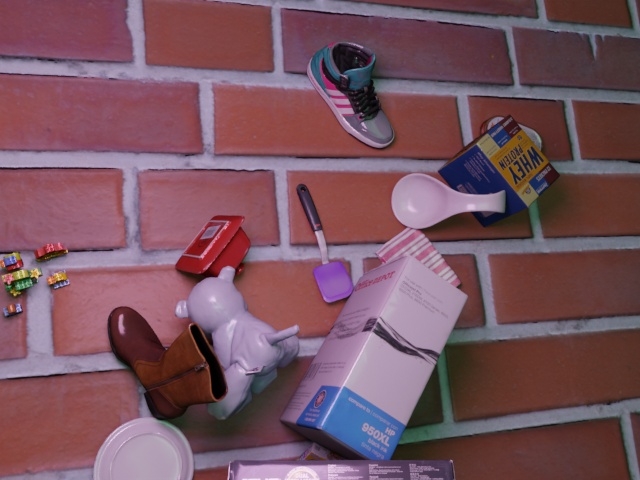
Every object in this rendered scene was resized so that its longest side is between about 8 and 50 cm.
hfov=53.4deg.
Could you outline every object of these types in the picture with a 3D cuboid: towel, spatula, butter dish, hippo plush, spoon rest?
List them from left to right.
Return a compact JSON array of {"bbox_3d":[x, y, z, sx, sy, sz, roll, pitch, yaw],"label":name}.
[{"bbox_3d":[-0.215,0.032,1.397,0.118,0.160,0.160,45,68,-27],"label":"butter dish"},{"bbox_3d":[-0.197,0.204,1.294,0.236,0.294,0.234,43,79,12],"label":"hippo plush"},{"bbox_3d":[0.000,0.000,1.519,0.084,0.030,0.296,-15,81,-21],"label":"spatula"},{"bbox_3d":[0.245,0.067,1.581,0.144,0.029,0.197,-37,90,-22],"label":"towel"},{"bbox_3d":[0.301,-0.096,1.541,0.276,0.084,0.137,1,96,25],"label":"spoon rest"}]

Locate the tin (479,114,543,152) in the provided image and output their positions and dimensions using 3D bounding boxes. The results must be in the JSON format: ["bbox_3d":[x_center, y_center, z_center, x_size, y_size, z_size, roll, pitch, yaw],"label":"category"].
[{"bbox_3d":[0.527,-0.277,1.750,0.189,0.040,0.106,18,68,-12],"label":"tin"}]

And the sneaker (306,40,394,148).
[{"bbox_3d":[0.099,-0.372,1.560,0.124,0.178,0.295,-43,92,-22],"label":"sneaker"}]

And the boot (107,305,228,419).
[{"bbox_3d":[-0.305,0.214,1.228,0.096,0.280,0.264,-15,76,-37],"label":"boot"}]

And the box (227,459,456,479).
[{"bbox_3d":[0.036,0.497,1.204,0.394,0.318,0.097,-1,59,1],"label":"box"}]

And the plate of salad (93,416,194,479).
[{"bbox_3d":[-0.356,0.462,1.287,0.199,0.048,0.200,9,70,-26],"label":"plate of salad"}]

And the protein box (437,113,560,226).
[{"bbox_3d":[0.444,-0.169,1.607,0.136,0.201,0.200,-40,91,-22],"label":"protein box"}]

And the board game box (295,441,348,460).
[{"bbox_3d":[0.024,0.502,1.369,0.154,0.103,0.026,30,37,-8],"label":"board game box"}]

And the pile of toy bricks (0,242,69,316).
[{"bbox_3d":[-0.605,0.078,1.269,0.212,0.105,0.118,-19,84,-21],"label":"pile of toy bricks"}]

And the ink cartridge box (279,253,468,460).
[{"bbox_3d":[0.109,0.253,1.355,0.166,0.285,0.395,34,70,-9],"label":"ink cartridge box"}]
